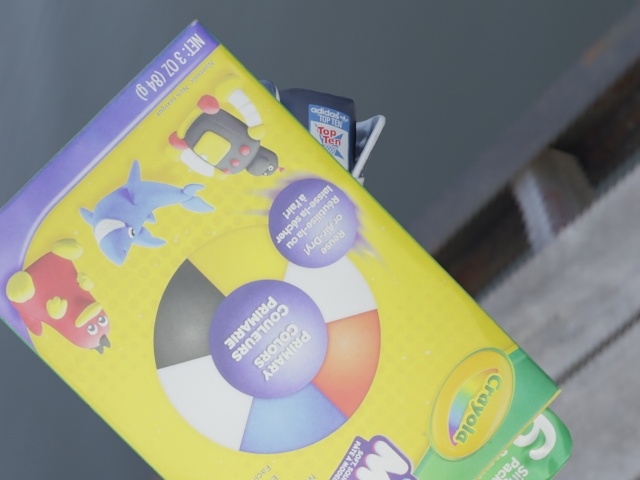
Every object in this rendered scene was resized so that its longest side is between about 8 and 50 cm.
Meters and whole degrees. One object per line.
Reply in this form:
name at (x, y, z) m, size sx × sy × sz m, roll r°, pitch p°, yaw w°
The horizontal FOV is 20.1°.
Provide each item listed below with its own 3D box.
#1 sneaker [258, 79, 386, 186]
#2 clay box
sneaker at (0.000, 0.000, 1.070) m, size 0.282 × 0.099 × 0.153 m, roll 42°, pitch 113°, yaw 60°
clay box at (-0.014, 0.043, 0.668) m, size 0.127 × 0.222 × 0.053 m, roll -46°, pitch 4°, yaw -8°
